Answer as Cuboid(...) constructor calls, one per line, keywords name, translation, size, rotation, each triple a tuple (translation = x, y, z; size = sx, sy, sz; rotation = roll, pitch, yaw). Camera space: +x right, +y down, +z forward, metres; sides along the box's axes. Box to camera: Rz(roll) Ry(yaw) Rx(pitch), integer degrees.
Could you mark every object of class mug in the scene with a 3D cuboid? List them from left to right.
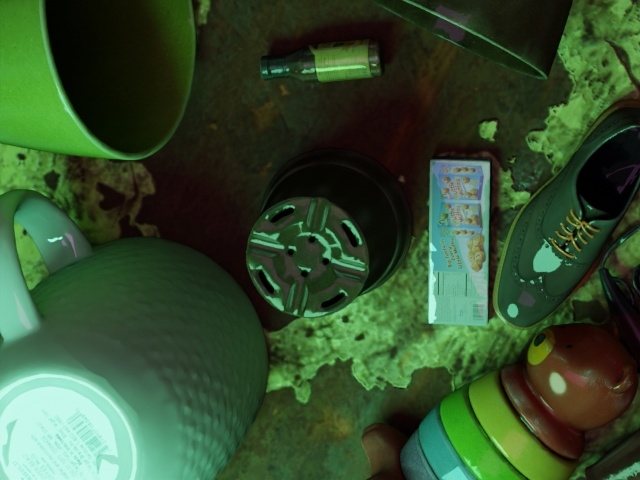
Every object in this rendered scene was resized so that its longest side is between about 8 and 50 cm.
Cuboid(name="mug", translation=(-0.239, 0.120, 1.805), size=(0.276, 0.328, 0.374), rotation=(-24, 97, 15))

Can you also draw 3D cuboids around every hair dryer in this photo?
Cuboid(name="hair dryer", translation=(0.363, 0.147, 1.848), size=(0.224, 0.080, 0.293), rotation=(28, 102, 21))

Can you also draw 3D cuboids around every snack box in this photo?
Cuboid(name="snack box", translation=(0.146, 0.001, 1.866), size=(0.064, 0.022, 0.178), rotation=(2, 103, 11))

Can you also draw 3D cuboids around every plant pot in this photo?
Cuboid(name="plant pot", translation=(-0.322, -0.208, 1.801), size=(0.294, 0.275, 0.274), rotation=(-3, 102, 26))
Cuboid(name="plant pot", translation=(0.000, 0.000, 1.819), size=(0.167, 0.165, 0.167), rotation=(3, 103, 11))
Cuboid(name="plant pot", translation=(0.173, -0.305, 1.713), size=(0.215, 0.215, 0.230), rotation=(26, 93, 4))

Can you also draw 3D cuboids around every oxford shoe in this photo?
Cuboid(name="oxford shoe", translation=(0.254, -0.021, 1.801), size=(0.097, 0.098, 0.271), rotation=(29, 106, 3))

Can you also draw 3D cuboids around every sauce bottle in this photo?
Cuboid(name="sauce bottle", translation=(0.002, -0.185, 1.840), size=(0.128, 0.042, 0.042), rotation=(-4, 102, 9))

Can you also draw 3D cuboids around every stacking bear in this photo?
Cuboid(name="stacking bear", translation=(0.198, 0.194, 1.821), size=(0.164, 0.175, 0.289), rotation=(43, 109, -16))
